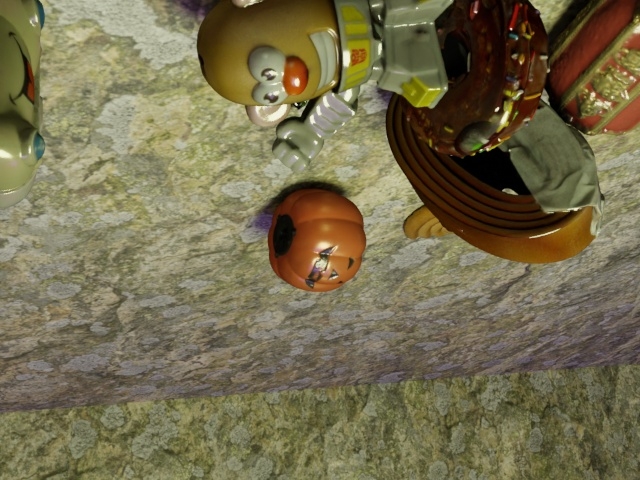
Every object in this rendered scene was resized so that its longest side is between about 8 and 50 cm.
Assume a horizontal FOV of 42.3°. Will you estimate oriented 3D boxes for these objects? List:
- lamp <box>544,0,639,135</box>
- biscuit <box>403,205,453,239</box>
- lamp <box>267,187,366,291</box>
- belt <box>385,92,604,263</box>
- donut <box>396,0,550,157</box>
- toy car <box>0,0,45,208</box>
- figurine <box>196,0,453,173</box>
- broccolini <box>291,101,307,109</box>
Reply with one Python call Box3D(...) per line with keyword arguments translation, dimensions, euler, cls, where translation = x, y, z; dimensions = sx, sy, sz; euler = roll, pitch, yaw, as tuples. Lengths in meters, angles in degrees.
Box3D(translation=(0.415, -0.253, 1.102), dimensions=(0.177, 0.177, 0.274), euler=(-1, 157, -19), cls="lamp")
Box3D(translation=(0.280, -0.052, 1.656), dimensions=(0.224, 0.033, 0.144), euler=(-10, 157, -1), cls="biscuit")
Box3D(translation=(0.000, 0.000, 1.478), dimensions=(0.164, 0.188, 0.187), euler=(5, 152, -32), cls="lamp")
Box3D(translation=(0.244, -0.110, 1.166), dimensions=(0.217, 0.338, 0.122), euler=(-46, 152, 0), cls="belt")
Box3D(translation=(0.199, -0.218, 1.049), dimensions=(0.096, 0.216, 0.230), euler=(-4, 142, -35), cls="donut")
Box3D(translation=(-0.449, -0.185, 0.828), dimensions=(0.336, 0.242, 0.226), euler=(2, 151, -22), cls="toy car")
Box3D(translation=(-0.001, -0.235, 0.962), dimensions=(0.285, 0.343, 0.167), euler=(-8, -160, -8), cls="figurine")
Box3D(translation=(-0.061, -0.246, 1.096), dimensions=(0.042, 0.044, 0.218), euler=(-1, 154, 19), cls="broccolini")
